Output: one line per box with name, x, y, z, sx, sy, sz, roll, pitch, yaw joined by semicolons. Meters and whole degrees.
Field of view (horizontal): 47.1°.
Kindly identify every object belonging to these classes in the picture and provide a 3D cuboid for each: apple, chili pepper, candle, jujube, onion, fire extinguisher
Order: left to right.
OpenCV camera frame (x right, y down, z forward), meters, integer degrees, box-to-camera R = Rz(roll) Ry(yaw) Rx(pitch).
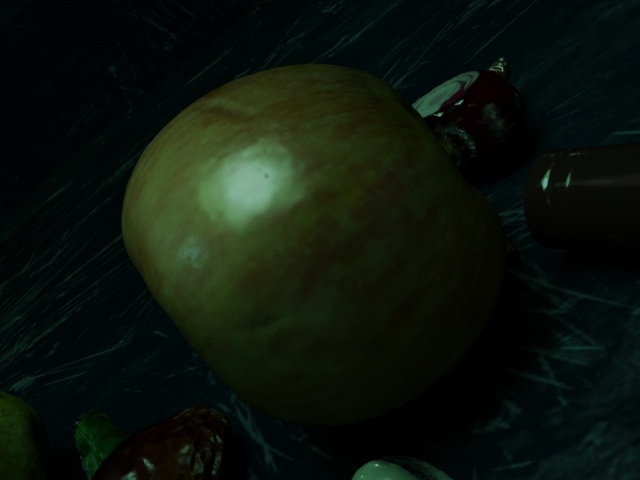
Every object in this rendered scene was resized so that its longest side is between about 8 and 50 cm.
chili pepper;-0.297;0.312;1.056;0.224;0.061;0.098;11;72;51
jujube;-0.180;0.290;0.859;0.168;0.168;0.236;-27;15;25
apple;0.000;0.000;0.797;0.346;0.391;0.391;-37;30;5
onion;0.222;-0.170;1.030;0.198;0.135;0.173;-40;23;-28
candle;0.204;-0.013;0.934;0.026;0.021;0.167;-32;28;-3
fire extinguisher;0.370;-0.042;0.692;0.135;0.114;0.337;-7;6;-38

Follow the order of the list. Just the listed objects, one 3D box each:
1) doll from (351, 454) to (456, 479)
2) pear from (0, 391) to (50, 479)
doll;0.052;0.281;0.641;0.149;0.095;0.192;-21;37;49
pear;-0.541;0.351;1.068;0.304;0.304;0.304;-30;32;20
